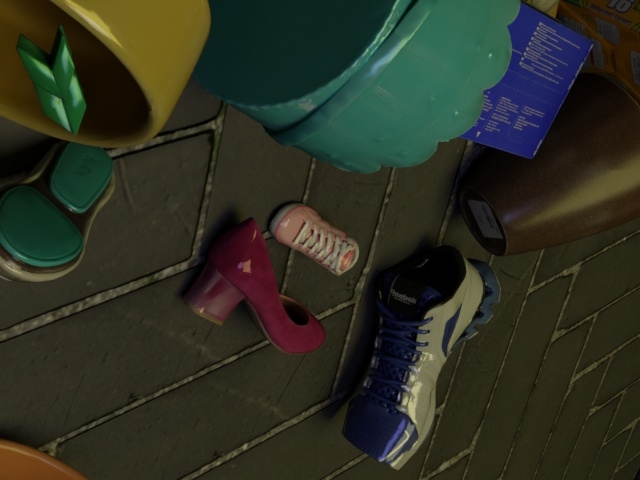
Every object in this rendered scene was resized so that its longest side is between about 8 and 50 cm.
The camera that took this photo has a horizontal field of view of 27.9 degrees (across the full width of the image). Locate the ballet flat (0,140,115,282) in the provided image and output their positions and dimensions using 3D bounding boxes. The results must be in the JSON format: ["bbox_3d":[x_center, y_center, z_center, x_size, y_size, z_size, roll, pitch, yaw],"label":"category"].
[{"bbox_3d":[-0.227,-0.010,1.031,0.248,0.086,0.086,-65,176,-68],"label":"ballet flat"}]

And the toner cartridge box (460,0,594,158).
[{"bbox_3d":[0.182,-0.198,1.447,0.348,0.075,0.165,8,111,-58],"label":"toner cartridge box"}]

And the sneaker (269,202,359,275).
[{"bbox_3d":[0.000,0.000,1.461,0.051,0.070,0.134,-57,149,4],"label":"sneaker"}]

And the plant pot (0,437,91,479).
[{"bbox_3d":[-0.310,0.350,1.158,0.203,0.291,0.291,-51,154,23],"label":"plant pot"}]

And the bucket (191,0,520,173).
[{"bbox_3d":[0.016,-0.205,1.104,0.183,0.281,0.281,16,105,-56],"label":"bucket"}]

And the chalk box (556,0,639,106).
[{"bbox_3d":[0.473,-0.343,1.728,0.289,0.179,0.180,-50,149,-15],"label":"chalk box"}]

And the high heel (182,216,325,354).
[{"bbox_3d":[-0.045,0.051,1.434,0.117,0.082,0.244,-52,139,10],"label":"high heel"}]

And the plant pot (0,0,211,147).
[{"bbox_3d":[-0.168,-0.226,0.844,0.239,0.254,0.254,-66,153,-18],"label":"plant pot"}]

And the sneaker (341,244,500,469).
[{"bbox_3d":[0.111,0.130,1.714,0.315,0.127,0.182,-60,147,-10],"label":"sneaker"}]

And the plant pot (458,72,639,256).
[{"bbox_3d":[0.308,-0.080,1.736,0.230,0.215,0.215,-30,143,-17],"label":"plant pot"}]

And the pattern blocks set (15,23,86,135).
[{"bbox_3d":[-0.293,-0.095,0.684,0.325,0.026,0.285,-6,126,-10],"label":"pattern blocks set"}]

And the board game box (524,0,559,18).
[{"bbox_3d":[0.200,-0.249,1.546,0.243,0.042,0.165,-31,141,-38],"label":"board game box"}]
